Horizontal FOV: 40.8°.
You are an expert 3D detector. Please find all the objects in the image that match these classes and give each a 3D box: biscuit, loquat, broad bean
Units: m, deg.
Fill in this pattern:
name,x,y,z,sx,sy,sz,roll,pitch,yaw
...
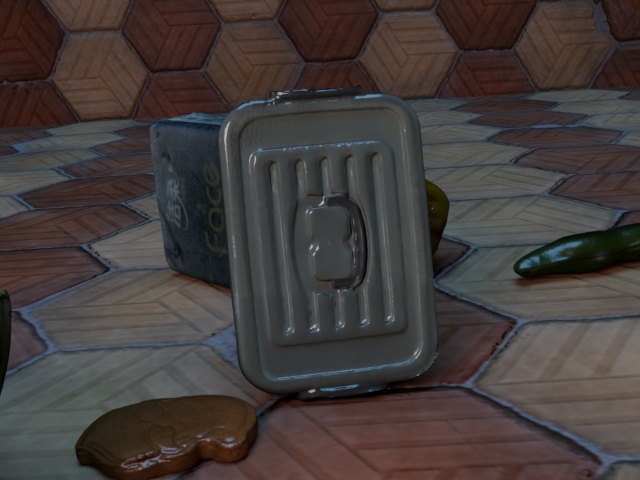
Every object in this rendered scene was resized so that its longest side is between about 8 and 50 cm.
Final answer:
name,x,y,z,sx,sy,sz,roll,pitch,yaw
biscuit,-0.110,0.139,0.625,0.130,0.019,0.102,-7,15,-8
loquat,0.079,-0.019,0.976,0.137,0.113,0.137,-1,38,1
broad bean,0.339,0.003,0.954,0.297,0.043,0.060,-10,6,-24

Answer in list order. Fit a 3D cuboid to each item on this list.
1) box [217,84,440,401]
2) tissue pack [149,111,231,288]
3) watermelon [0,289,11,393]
name,x,y,z,sx,sy,sz,roll,pitch,yaw
box,0.000,0.000,0.724,0.163,0.243,0.135,-7,4,-7
tissue pack,-0.074,-0.038,0.930,0.081,0.185,0.257,-19,22,-42
watermelon,-0.331,0.121,0.447,0.330,0.189,0.331,0,-1,0
